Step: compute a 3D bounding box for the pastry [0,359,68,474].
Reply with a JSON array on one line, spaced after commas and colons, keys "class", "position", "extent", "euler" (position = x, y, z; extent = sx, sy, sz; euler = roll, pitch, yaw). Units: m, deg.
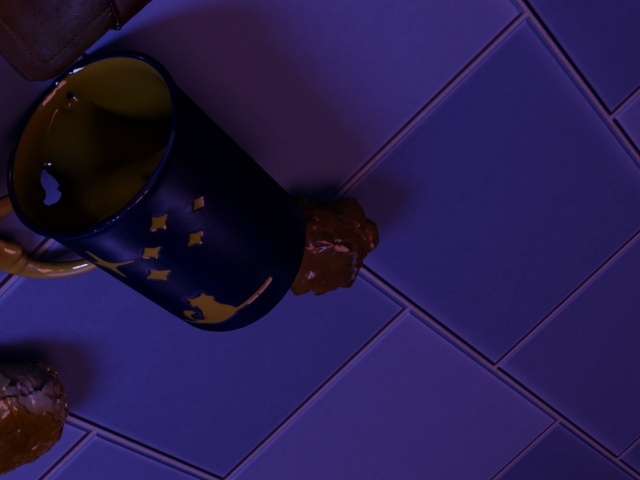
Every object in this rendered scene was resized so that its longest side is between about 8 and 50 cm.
[{"class": "pastry", "position": [-0.330, 0.184, 1.317], "extent": [0.153, 0.081, 0.153], "euler": [-24, 138, -23]}]

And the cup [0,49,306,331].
[{"class": "cup", "position": [-0.172, -0.035, 1.202], "extent": [0.256, 0.255, 0.178], "euler": [43, 60, -53]}]

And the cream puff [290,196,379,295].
[{"class": "cream puff", "position": [0.000, 0.000, 1.385], "extent": [0.122, 0.094, 0.116], "euler": [-17, 139, 12]}]

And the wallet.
[{"class": "wallet", "position": [-0.171, -0.241, 1.062], "extent": [0.255, 0.031, 0.137], "euler": [-38, 141, 1]}]
